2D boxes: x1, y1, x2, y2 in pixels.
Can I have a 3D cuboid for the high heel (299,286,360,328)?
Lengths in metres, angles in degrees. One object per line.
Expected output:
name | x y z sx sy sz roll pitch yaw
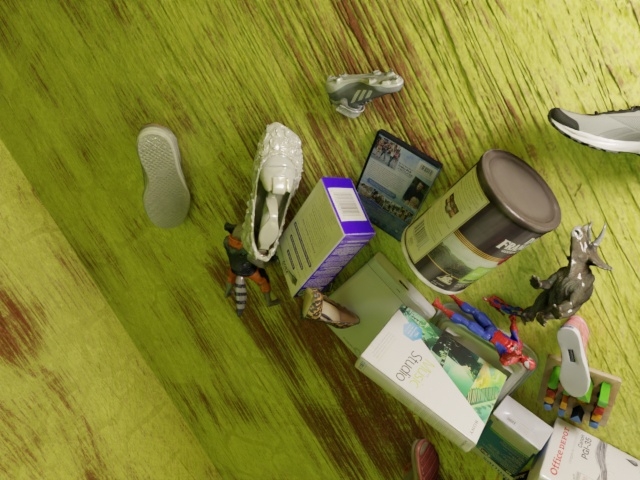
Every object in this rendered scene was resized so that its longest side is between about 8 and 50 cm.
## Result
high heel | 0.041 0.193 1.358 0.186 0.093 0.261 8 159 -4

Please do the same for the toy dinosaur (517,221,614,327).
toy dinosaur | 0.526 0.118 1.026 0.313 0.160 0.121 83 162 -46

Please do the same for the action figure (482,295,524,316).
action figure | 0.460 0.167 1.186 0.115 0.030 0.038 26 135 26

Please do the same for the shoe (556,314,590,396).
shoe | 0.588 0.263 1.093 0.064 0.081 0.177 -2 106 44

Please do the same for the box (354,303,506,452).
box | 0.278 0.326 1.185 0.322 0.232 0.058 36 135 15

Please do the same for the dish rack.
dish rack | 0.401 0.356 1.324 0.286 0.072 0.332 32 133 18

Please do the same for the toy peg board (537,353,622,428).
toy peg board | 0.618 0.386 1.161 0.161 0.079 0.160 17 126 31

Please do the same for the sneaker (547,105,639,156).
sneaker | 0.547 -0.203 0.842 0.272 0.100 0.107 20 114 24

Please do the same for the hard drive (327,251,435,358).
hard drive | 0.151 0.212 1.447 0.233 0.047 0.353 47 136 5

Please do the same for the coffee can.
coffee can | 0.336 -0.033 1.034 0.201 0.201 0.275 46 136 5

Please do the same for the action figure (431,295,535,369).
action figure | 0.417 0.208 1.167 0.280 0.091 0.139 41 158 17

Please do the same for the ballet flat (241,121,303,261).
ballet flat | -0.129 -0.118 1.343 0.147 0.147 0.408 26 117 24

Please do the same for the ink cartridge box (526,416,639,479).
ink cartridge box | 0.675 0.606 1.163 0.283 0.207 0.117 25 129 24

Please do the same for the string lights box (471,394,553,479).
string lights box | 0.513 0.546 1.299 0.133 0.077 0.259 36 147 29

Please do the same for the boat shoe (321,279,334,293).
boat shoe | 0.027 0.080 1.465 0.075 0.065 0.206 -120 41 -49

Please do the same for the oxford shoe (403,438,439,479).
oxford shoe | 0.331 0.805 1.632 0.130 0.123 0.348 10 122 40

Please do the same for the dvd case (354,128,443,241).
dvd case | 0.182 -0.136 1.219 0.180 0.022 0.253 36 134 17

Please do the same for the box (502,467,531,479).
box | 0.714 0.781 1.339 0.322 0.079 0.257 44 137 8

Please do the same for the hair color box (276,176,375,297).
hair color box | 0.000 0.000 1.338 0.339 0.110 0.185 -50 52 45

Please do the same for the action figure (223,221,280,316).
action figure | -0.211 0.087 1.566 0.342 0.178 0.330 16 126 27

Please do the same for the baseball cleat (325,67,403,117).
baseball cleat | 0.108 -0.345 1.124 0.206 0.072 0.109 17 140 36

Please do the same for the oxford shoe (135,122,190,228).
oxford shoe | -0.556 -0.224 1.689 0.449 0.169 0.130 96 162 -45
